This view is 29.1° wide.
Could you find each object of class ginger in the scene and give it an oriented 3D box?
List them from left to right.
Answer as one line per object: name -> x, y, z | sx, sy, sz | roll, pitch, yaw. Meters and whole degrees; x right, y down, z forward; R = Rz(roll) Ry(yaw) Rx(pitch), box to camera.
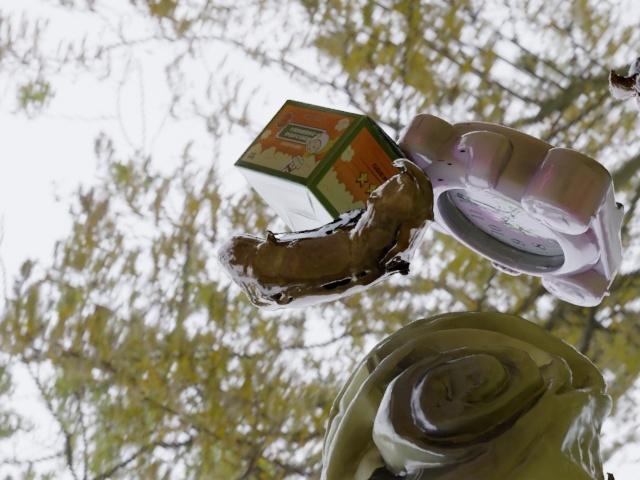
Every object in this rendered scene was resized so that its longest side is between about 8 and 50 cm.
ginger -> 0.009, 0.012, 1.506 | 0.133, 0.309, 0.107 | 68, -160, 4

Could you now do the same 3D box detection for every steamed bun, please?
steamed bun -> 0.156, 0.218, 1.329 | 0.346, 0.237, 0.394 | -43, -136, -7

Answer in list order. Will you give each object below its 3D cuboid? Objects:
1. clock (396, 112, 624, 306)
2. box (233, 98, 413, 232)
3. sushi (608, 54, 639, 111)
clock -> 0.272, -0.053, 1.781 | 0.322, 0.295, 0.113 | 22, -111, 28
box -> 0.016, -0.091, 1.787 | 0.148, 0.195, 0.177 | -50, -55, -14
sushi -> 0.570, -0.218, 1.786 | 0.182, 0.343, 0.196 | -43, -63, -10
